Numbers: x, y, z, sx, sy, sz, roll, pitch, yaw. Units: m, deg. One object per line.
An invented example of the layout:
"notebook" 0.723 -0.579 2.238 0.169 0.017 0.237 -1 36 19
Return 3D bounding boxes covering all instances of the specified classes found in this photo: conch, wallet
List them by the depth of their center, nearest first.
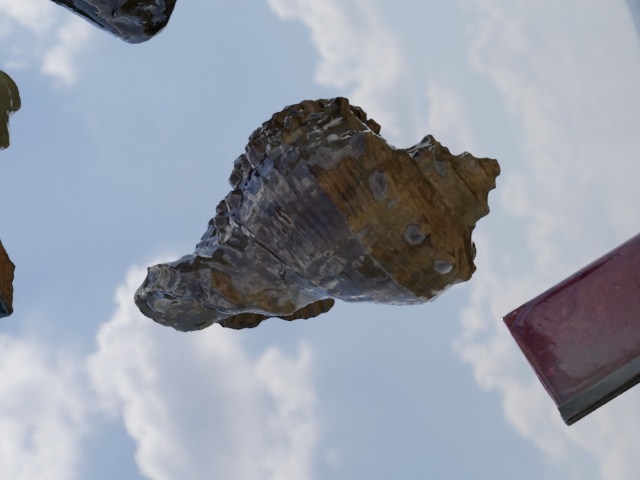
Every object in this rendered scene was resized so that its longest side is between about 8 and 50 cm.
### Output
"conch" 0.000 0.000 0.913 0.178 0.245 0.163 53 -163 -47
"wallet" 0.273 0.046 1.201 0.119 0.232 0.025 61 -176 39

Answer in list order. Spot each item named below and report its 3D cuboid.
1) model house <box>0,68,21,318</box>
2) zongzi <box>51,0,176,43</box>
"model house" -0.403 0.021 1.421 0.194 0.267 0.325 -49 -55 -79
"zongzi" -0.238 -0.341 0.901 0.432 0.403 0.208 123 166 -66
